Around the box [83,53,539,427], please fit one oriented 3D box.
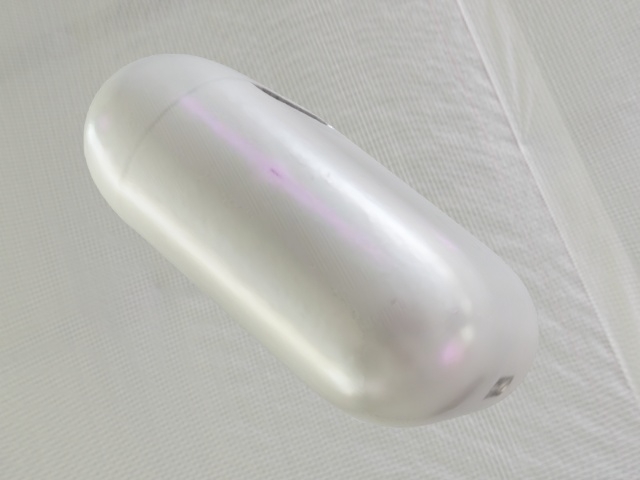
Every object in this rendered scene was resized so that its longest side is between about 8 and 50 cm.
[{"bbox_3d":[0.001,-0.001,0.727,0.349,0.289,0.141,39,-78,22],"label":"box"}]
